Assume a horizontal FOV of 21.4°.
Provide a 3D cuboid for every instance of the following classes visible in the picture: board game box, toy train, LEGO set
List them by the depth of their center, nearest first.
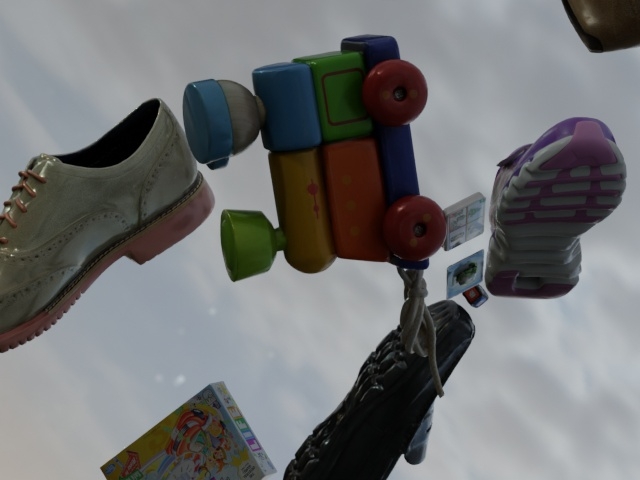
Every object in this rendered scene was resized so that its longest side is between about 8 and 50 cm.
[{"bbox_3d":[0.000,0.000,1.094,0.105,0.143,0.248,-153,-127,-71],"label":"toy train"},{"bbox_3d":[-0.127,0.219,1.620,0.103,0.154,0.026,57,23,14],"label":"board game box"},{"bbox_3d":[0.208,-0.017,1.924,0.060,0.182,0.244,57,-14,29],"label":"LEGO set"}]

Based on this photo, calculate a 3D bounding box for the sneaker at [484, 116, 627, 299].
[{"bbox_3d":[0.183,-0.043,1.392,0.236,0.095,0.104,103,-11,-61],"label":"sneaker"}]

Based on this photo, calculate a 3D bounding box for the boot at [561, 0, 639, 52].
[{"bbox_3d":[0.301,-0.334,1.868,0.112,0.115,0.305,55,17,-54],"label":"boot"}]

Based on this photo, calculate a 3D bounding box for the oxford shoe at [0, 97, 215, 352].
[{"bbox_3d":[-0.290,-0.008,1.693,0.140,0.397,0.146,17,-46,45],"label":"oxford shoe"}]

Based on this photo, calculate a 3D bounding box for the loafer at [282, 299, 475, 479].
[{"bbox_3d":[0.056,0.142,1.346,0.078,0.223,0.076,31,19,-18],"label":"loafer"}]
